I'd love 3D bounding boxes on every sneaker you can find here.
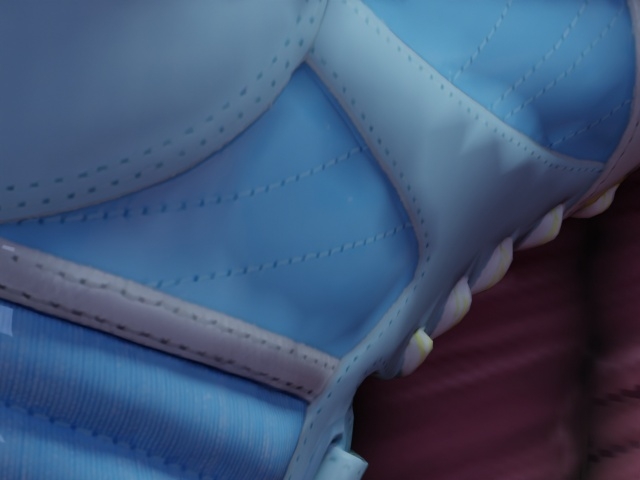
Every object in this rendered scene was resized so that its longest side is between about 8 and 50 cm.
[{"bbox_3d":[0.000,0.000,0.451,0.319,0.127,0.208,1,104,-47],"label":"sneaker"}]
